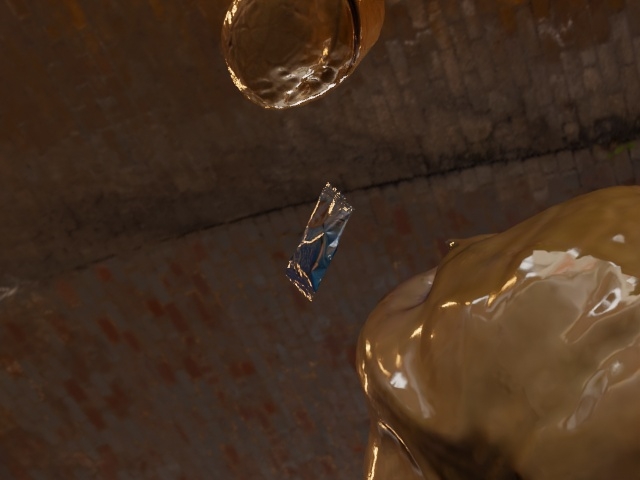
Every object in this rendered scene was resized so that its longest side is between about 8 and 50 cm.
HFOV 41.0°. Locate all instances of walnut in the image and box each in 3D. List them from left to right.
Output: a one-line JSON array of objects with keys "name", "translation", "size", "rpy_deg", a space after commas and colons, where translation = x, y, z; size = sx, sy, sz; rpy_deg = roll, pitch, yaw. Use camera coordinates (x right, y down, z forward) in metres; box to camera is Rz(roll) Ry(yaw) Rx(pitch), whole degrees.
[{"name": "walnut", "translation": [-0.016, -0.208, 0.818], "size": [0.144, 0.144, 0.180], "rpy_deg": [40, -35, -3]}, {"name": "walnut", "translation": [0.206, 0.140, 0.621], "size": [0.383, 0.383, 0.383], "rpy_deg": [15, -51, 19]}]

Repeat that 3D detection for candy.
[{"name": "candy", "translation": [0.000, 0.000, 1.065], "size": [0.038, 0.088, 0.136], "rpy_deg": [20, -80, -27]}]
